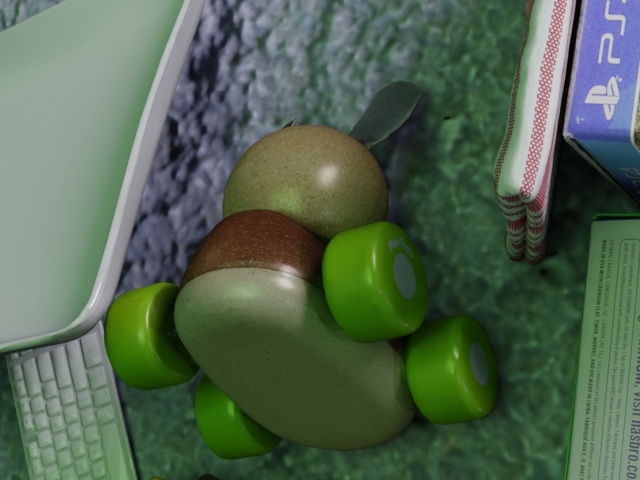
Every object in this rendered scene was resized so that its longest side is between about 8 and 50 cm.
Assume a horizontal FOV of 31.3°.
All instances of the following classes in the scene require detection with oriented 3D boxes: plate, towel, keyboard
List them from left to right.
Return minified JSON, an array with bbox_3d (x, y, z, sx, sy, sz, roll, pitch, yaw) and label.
[{"bbox_3d":[-0.186,-0.029,0.667,0.277,0.045,0.278,-15,46,31],"label":"plate"},{"bbox_3d":[-0.153,0.106,0.699,0.072,0.014,0.256,-25,70,22],"label":"keyboard"},{"bbox_3d":[0.094,-0.071,0.501,0.029,0.197,0.144,7,83,12],"label":"towel"}]

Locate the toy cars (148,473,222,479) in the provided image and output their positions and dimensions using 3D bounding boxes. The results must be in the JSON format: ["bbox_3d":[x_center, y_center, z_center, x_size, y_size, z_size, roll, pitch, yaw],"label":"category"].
[{"bbox_3d":[-0.001,0.252,0.509,0.176,0.087,0.394,-31,55,5],"label":"toy cars"}]

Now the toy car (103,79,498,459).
[{"bbox_3d":[0.000,0.000,0.597,0.155,0.149,0.188,-15,47,29],"label":"toy car"}]

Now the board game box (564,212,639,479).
[{"bbox_3d":[0.231,0.109,0.405,0.316,0.064,0.242,0,80,49],"label":"board game box"}]

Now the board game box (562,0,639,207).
[{"bbox_3d":[0.269,-0.127,0.451,0.291,0.141,0.232,5,83,28],"label":"board game box"}]
